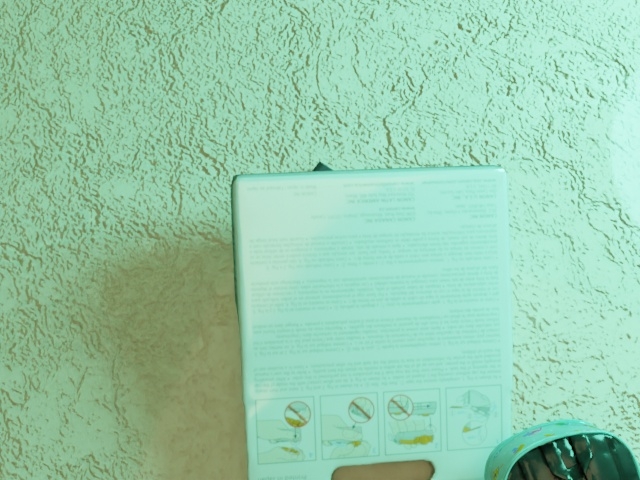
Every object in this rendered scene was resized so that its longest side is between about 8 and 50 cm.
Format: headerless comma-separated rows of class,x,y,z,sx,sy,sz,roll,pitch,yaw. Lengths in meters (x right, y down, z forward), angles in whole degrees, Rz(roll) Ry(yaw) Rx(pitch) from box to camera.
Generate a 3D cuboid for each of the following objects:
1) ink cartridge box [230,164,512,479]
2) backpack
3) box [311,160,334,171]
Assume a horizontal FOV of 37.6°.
ink cartridge box,0.059,0.111,1.074,0.308,0.091,0.385,-2,93,-7
backpack,0.260,0.283,0.990,0.166,0.144,0.188,-17,97,0
box,0.000,0.000,1.133,0.116,0.029,0.162,33,79,9
